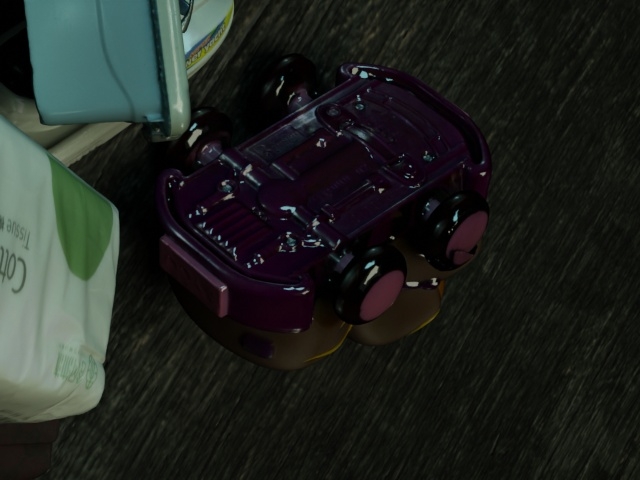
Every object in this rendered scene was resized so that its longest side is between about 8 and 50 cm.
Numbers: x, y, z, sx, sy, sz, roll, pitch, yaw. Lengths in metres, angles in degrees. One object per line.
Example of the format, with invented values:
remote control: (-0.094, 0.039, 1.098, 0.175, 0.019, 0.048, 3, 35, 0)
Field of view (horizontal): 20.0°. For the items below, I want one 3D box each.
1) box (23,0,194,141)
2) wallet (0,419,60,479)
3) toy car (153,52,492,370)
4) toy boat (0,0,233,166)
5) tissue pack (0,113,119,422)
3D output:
box: (-0.159, -0.183, 1.357, 0.130, 0.162, 0.227, -8, 95, -8)
wallet: (-0.310, 0.132, 1.563, 0.229, 0.049, 0.182, 2, 101, -48)
toy car: (0.000, 0.000, 1.710, 0.341, 0.271, 0.240, -31, 147, -31)
toy boat: (-0.187, -0.165, 1.496, 0.269, 0.141, 0.141, -44, 133, -17)
tissue pack: (-0.303, 0.010, 1.170, 0.356, 0.266, 0.194, 50, 43, -74)
